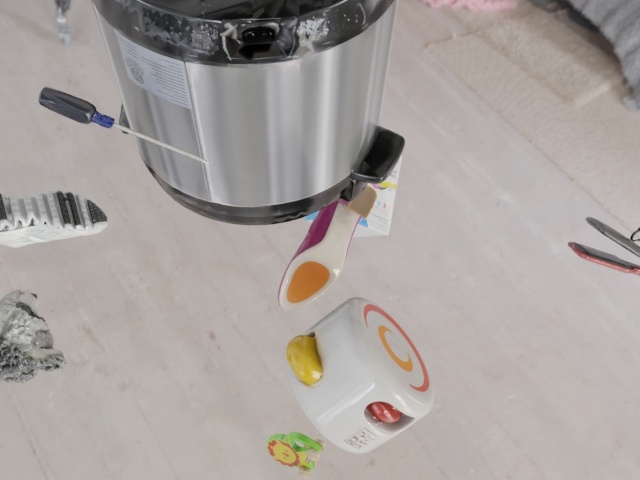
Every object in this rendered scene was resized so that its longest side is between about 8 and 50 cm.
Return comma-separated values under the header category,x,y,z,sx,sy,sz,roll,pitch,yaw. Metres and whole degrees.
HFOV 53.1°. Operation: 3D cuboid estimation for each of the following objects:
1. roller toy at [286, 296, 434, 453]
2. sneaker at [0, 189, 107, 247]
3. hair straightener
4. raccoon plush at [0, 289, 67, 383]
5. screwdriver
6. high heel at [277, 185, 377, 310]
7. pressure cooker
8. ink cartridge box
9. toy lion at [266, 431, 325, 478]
category,x,y,z,sx,sy,sz,roll,pitch,yaw
roller toy,0.052,0.192,0.905,0.191,0.146,0.209,54,18,8
sneaker,-0.623,-0.040,1.410,0.292,0.118,0.110,0,52,-31
hair straightener,0.446,0.012,0.862,0.230,0.089,0.047,19,21,-19
raccoon plush,-0.646,0.223,1.030,0.446,0.216,0.299,-49,116,-27
screwdriver,-0.189,-0.110,0.627,0.170,0.025,0.024,20,67,-13
high heel,0.000,0.000,1.054,0.082,0.244,0.117,28,4,-19
pressure cooker,-0.095,-0.229,0.865,0.375,0.420,0.370,-16,57,-12
ink cartridge box,0.092,-0.143,1.743,0.171,0.168,0.232,20,75,-37
toy lion,-0.048,0.369,1.129,0.096,0.100,0.034,28,41,10
